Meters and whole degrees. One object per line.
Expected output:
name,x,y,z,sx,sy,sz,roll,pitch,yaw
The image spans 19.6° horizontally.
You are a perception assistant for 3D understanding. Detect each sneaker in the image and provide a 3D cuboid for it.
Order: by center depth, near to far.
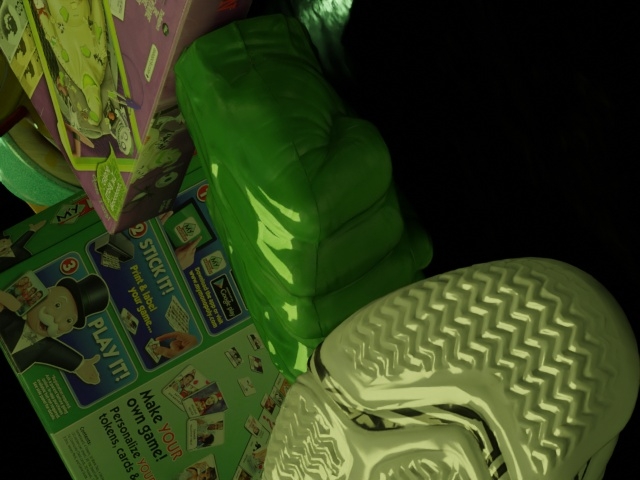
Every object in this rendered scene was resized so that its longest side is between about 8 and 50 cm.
sneaker,0.074,0.132,0.869,0.137,0.210,0.366,55,133,27

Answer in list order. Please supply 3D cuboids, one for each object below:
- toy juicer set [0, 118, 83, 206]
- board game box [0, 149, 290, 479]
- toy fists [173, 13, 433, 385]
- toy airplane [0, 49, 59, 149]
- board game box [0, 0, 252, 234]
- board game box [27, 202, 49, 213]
toy juicer set,-0.211,-0.088,1.593,0.329,0.089,0.209,48,-154,11
board game box,-0.085,0.090,1.253,0.046,0.213,0.317,46,161,53
toy fists,0.000,0.000,0.964,0.279,0.096,0.142,85,164,-68
toy airplane,-0.224,-0.142,1.318,0.386,0.272,0.384,22,-149,-40
board game box,-0.112,-0.168,0.939,0.208,0.056,0.347,62,155,17
board game box,-0.230,-0.017,1.883,0.242,0.064,0.316,48,175,49
